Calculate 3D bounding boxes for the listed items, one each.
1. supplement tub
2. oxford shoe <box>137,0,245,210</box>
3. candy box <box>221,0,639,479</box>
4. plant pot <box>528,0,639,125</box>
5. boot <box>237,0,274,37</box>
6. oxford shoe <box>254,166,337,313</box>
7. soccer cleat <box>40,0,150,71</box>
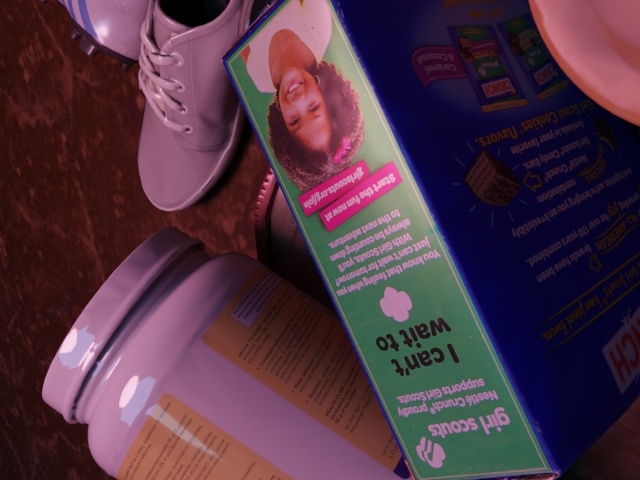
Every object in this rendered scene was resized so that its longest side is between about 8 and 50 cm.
[{"bbox_3d":[-0.061,0.161,0.652,0.331,0.241,0.241,34,130,3],"label":"supplement tub"},{"bbox_3d":[-0.154,-0.203,0.792,0.169,0.130,0.449,49,134,16],"label":"oxford shoe"},{"bbox_3d":[0.122,-0.034,0.491,0.122,0.268,0.317,-31,83,49],"label":"candy box"},{"bbox_3d":[0.245,-0.170,0.368,0.291,0.203,0.290,17,116,39],"label":"plant pot"},{"bbox_3d":[0.025,-0.217,0.592,0.179,0.085,0.236,25,99,44],"label":"boot"},{"bbox_3d":[0.000,0.000,0.752,0.130,0.123,0.348,23,127,13],"label":"oxford shoe"},{"bbox_3d":[-0.303,-0.354,0.906,0.331,0.116,0.143,44,105,29],"label":"soccer cleat"}]
